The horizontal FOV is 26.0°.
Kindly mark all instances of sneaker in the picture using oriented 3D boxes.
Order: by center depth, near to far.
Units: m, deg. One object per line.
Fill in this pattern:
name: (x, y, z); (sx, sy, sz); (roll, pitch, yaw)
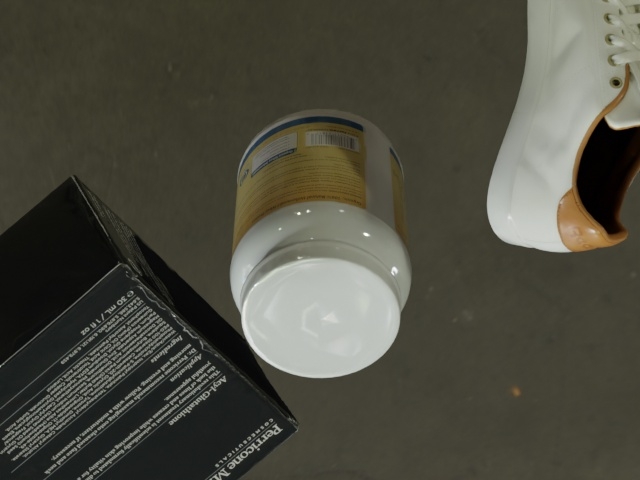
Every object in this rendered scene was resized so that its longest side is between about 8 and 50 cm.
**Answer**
sneaker: (0.216, -0.130, 1.010); (0.106, 0.123, 0.290); (11, 90, -42)

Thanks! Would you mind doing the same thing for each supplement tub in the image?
supplement tub: (0.000, 0.000, 1.130); (0.144, 0.144, 0.200); (8, 37, -6)

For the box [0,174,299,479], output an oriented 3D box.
box: (-0.173, 0.119, 0.793); (0.261, 0.184, 0.103); (-39, 40, 1)
